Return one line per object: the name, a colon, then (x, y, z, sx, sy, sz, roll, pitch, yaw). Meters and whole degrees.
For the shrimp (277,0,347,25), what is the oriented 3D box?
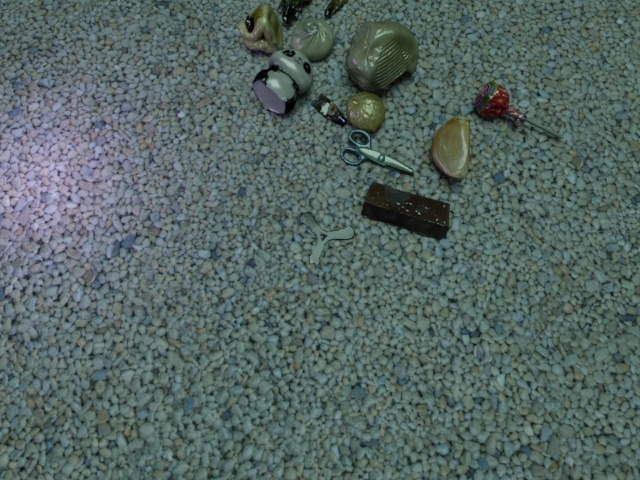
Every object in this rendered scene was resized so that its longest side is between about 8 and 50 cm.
shrimp: (-0.019, -1.013, 1.921, 0.233, 0.071, 0.365, 31, 71, 2)

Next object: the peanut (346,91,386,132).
peanut: (0.170, -0.488, 1.748, 0.159, 0.109, 0.141, 28, 84, 4)

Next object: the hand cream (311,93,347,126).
hand cream: (0.037, -0.506, 1.793, 0.163, 0.039, 0.062, 44, 94, 13)

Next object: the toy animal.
toy animal: (-0.133, -0.616, 1.753, 0.187, 0.165, 0.235, 40, 77, -13)

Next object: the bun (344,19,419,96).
bun: (0.219, -0.708, 1.756, 0.281, 0.282, 0.205, -39, 53, -10)

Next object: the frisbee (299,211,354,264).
frisbee: (0.000, 0.000, 1.664, 0.210, 0.012, 0.188, 23, 77, 6)

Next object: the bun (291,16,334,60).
bun: (-0.031, -0.810, 1.834, 0.172, 0.120, 0.173, 0, 77, 0)

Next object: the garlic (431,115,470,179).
garlic: (0.491, -0.328, 1.682, 0.145, 0.164, 0.245, 4, 79, -16)

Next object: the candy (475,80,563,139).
candy: (0.764, -0.477, 1.760, 0.365, 0.124, 0.124, 27, 76, 0)

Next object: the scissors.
scissors: (0.220, -0.312, 1.734, 0.288, 0.041, 0.138, 25, 92, 2)

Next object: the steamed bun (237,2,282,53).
steamed bun: (-0.246, -0.830, 1.829, 0.155, 0.172, 0.141, -5, 63, 17)

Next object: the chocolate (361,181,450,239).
chocolate: (0.315, -0.110, 1.655, 0.320, 0.112, 0.112, 17, 65, 6)
